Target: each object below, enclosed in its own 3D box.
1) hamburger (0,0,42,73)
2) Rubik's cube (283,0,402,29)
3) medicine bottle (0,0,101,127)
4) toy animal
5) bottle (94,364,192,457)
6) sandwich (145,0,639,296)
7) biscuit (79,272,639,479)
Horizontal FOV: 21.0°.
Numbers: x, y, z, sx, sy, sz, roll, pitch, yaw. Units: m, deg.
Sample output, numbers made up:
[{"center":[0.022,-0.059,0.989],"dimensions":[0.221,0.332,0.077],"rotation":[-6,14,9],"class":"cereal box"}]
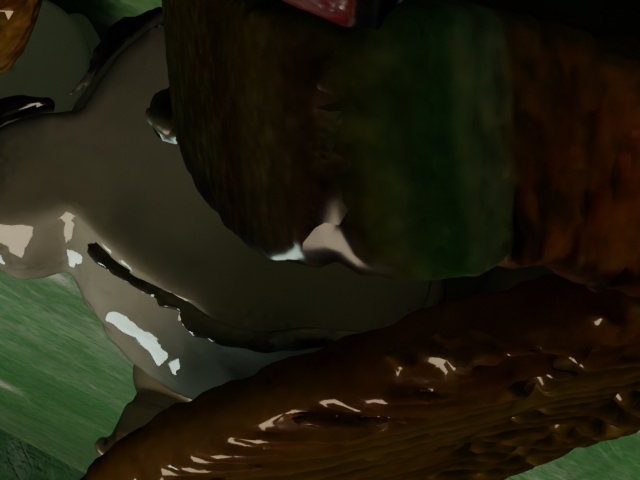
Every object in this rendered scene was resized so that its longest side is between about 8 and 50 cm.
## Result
[{"center":[-0.201,-0.171,0.569],"dimensions":[0.314,0.170,0.290],"rotation":[21,166,8],"class":"hamburger"},{"center":[-0.025,-0.165,0.349],"dimensions":[0.162,0.161,0.163],"rotation":[24,163,6],"class":"Rubik's cube"},{"center":[-0.161,-0.062,0.961],"dimensions":[0.107,0.107,0.191],"rotation":[24,164,3],"class":"medicine bottle"},{"center":[0.000,0.000,0.828],"dimensions":[0.257,0.194,0.357],"rotation":[11,169,11],"class":"toy animal"},{"center":[-0.050,0.070,1.033],"dimensions":[0.110,0.209,0.097],"rotation":[24,164,-1],"class":"bottle"},{"center":[0.101,-0.069,0.513],"dimensions":[0.301,0.162,0.250],"rotation":[10,-163,-5],"class":"sandwich"},{"center":[0.055,0.072,0.692],"dimensions":[0.317,0.040,0.318],"rotation":[-16,165,-4],"class":"biscuit"}]
